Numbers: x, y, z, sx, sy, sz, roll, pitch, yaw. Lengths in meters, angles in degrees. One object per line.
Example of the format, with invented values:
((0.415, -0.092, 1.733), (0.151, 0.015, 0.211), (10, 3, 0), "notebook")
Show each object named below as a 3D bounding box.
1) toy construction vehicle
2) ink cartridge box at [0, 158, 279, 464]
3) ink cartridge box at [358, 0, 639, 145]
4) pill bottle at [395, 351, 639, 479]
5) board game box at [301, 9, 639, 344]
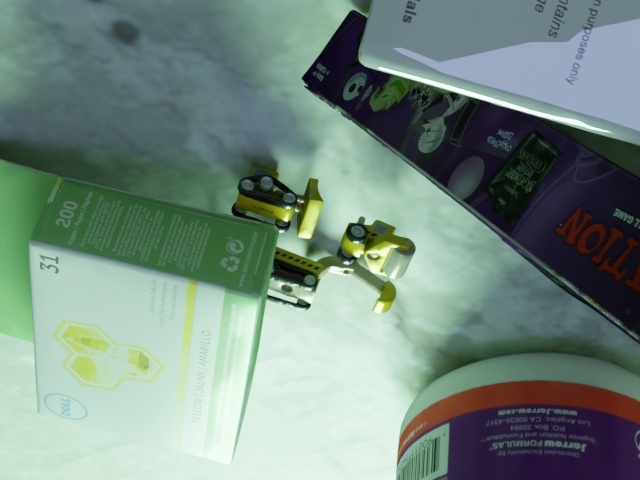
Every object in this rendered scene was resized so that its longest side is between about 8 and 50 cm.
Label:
((0.000, 0.000, 0.739), (0.098, 0.035, 0.086), (17, 140, 1), "toy construction vehicle")
((-0.148, 0.033, 0.759), (0.235, 0.056, 0.171), (13, 140, 1), "ink cartridge box")
((0.149, -0.088, 0.450), (0.237, 0.172, 0.100), (17, 114, 5), "ink cartridge box")
((0.126, 0.236, 0.776), (0.181, 0.323, 0.181), (4, 141, 3), "pill bottle")
((0.135, 0.023, 0.535), (0.208, 0.347, 0.056), (31, 97, -29), "board game box")
